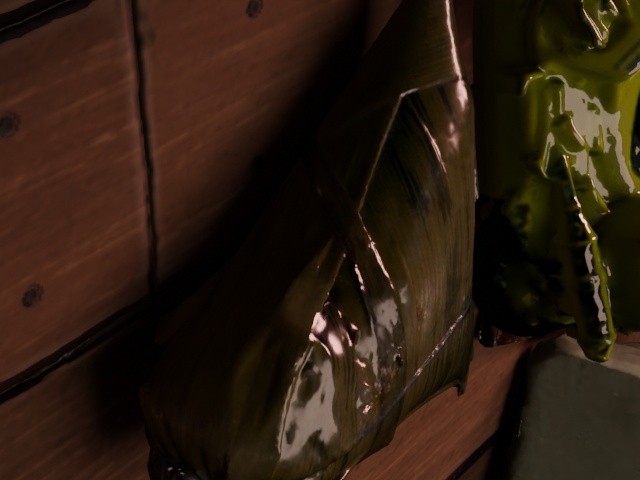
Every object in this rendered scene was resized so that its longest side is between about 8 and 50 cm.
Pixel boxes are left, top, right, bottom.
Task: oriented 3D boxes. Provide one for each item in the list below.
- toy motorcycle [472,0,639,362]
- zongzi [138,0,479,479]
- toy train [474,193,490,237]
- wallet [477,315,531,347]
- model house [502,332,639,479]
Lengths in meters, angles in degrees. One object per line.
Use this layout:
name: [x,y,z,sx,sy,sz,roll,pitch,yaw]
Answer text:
toy motorcycle: [0.175,-0.106,0.835,0.206,0.142,0.342,-7,102,-7]
zongzi: [0.000,0.000,0.728,0.251,0.125,0.274,-34,135,-51]
toy train: [0.226,-0.125,1.015,0.409,0.089,0.086,-51,141,-20]
wallet: [0.212,0.025,1.150,0.232,0.031,0.122,-4,118,-53]
model house: [0.306,0.200,1.307,0.325,0.194,0.267,-26,130,-64]
